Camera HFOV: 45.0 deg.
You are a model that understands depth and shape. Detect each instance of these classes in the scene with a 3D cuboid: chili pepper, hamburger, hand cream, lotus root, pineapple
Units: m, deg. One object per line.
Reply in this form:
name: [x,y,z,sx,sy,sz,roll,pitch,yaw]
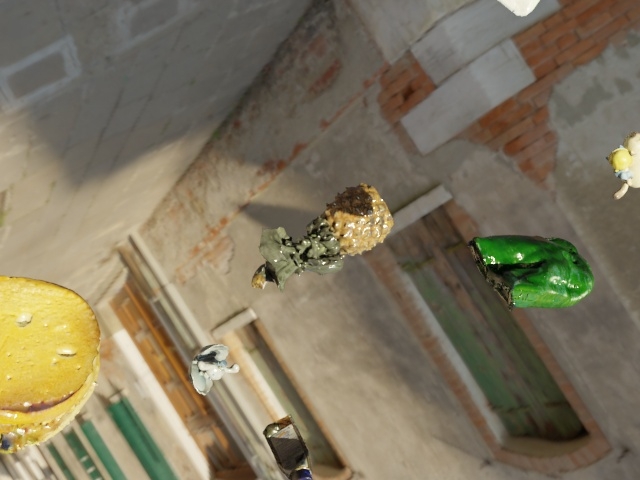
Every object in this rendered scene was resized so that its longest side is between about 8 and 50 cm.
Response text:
chili pepper: [0.230,0.030,0.813,0.061,0.098,0.224,-52,152,22]
hamburger: [-0.339,0.127,0.846,0.118,0.191,0.181,-58,-178,46]
hand cream: [-0.051,0.368,1.326,0.062,0.039,0.163,-33,-148,-2]
lotus root: [-0.125,0.072,1.698,0.083,0.038,0.030,-54,155,-53]
pineapple: [0.000,0.000,1.281,0.237,0.111,0.119,-31,-143,-17]

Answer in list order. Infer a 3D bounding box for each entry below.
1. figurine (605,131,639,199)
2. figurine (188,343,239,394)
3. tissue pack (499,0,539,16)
figurine: [0.395,-0.094,0.992,0.051,0.083,0.047,-33,-145,-14]
figurine: [-0.214,0.245,1.509,0.086,0.082,0.094,-30,153,9]
tissue pack: [0.234,-0.390,0.954,0.156,0.209,0.148,17,122,-41]
